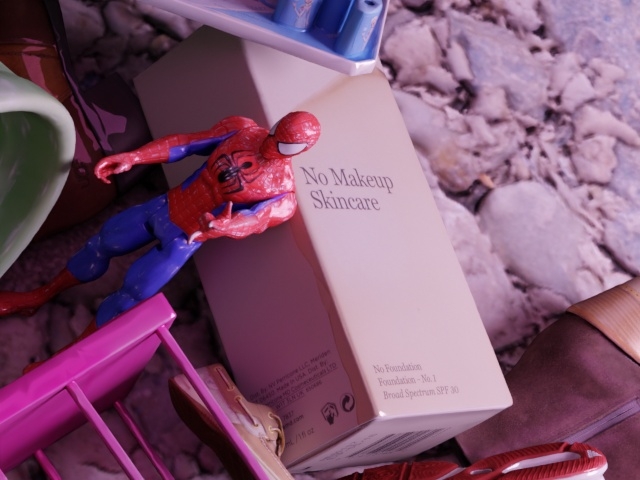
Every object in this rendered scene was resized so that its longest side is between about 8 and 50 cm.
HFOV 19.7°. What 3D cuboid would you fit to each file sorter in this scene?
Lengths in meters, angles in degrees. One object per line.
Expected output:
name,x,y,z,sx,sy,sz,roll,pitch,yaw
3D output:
file sorter,-0.186,0.205,1.152,0.291,0.202,0.182,-32,81,-23

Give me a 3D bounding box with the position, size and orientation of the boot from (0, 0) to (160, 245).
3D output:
boot,-0.295,-0.077,1.325,0.280,0.096,0.264,-36,87,-16

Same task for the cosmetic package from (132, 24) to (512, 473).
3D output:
cosmetic package,0.000,0.000,1.298,0.160,0.113,0.309,0,65,-50

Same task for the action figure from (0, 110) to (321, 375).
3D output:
action figure,-0.122,-0.002,1.199,0.091,0.280,0.139,60,24,13

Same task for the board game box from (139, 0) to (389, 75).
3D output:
board game box,-0.118,-0.297,1.360,0.390,0.050,0.390,19,35,-4

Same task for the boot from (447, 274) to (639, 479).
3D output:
boot,0.232,0.168,1.348,0.207,0.090,0.248,-37,84,-10

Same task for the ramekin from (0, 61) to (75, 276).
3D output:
ramekin,-0.311,-0.025,1.115,0.303,0.303,0.148,-38,76,-24

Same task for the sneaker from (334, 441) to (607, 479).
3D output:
sneaker,0.096,0.221,1.274,0.221,0.087,0.128,-9,101,11

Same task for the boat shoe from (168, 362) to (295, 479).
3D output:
boat shoe,-0.048,0.125,1.200,0.045,0.050,0.135,-29,53,-22
